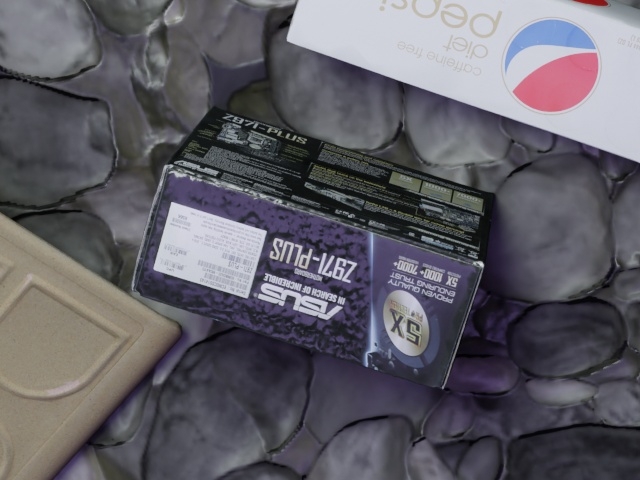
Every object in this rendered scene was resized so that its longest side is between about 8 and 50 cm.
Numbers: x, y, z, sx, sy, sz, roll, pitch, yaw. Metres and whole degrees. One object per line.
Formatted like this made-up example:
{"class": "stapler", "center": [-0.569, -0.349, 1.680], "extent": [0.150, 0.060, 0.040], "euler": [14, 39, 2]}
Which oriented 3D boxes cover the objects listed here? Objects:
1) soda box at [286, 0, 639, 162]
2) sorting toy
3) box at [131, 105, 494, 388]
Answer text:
{"class": "soda box", "center": [0.096, -0.116, 1.058], "extent": [0.216, 0.069, 0.074], "euler": [19, 108, 1]}
{"class": "sorting toy", "center": [-0.262, 0.104, 1.155], "extent": [0.229, 0.041, 0.307], "euler": [33, 110, -28]}
{"class": "box", "center": [0.000, 0.000, 1.064], "extent": [0.180, 0.147, 0.077], "euler": [17, 108, 1]}
